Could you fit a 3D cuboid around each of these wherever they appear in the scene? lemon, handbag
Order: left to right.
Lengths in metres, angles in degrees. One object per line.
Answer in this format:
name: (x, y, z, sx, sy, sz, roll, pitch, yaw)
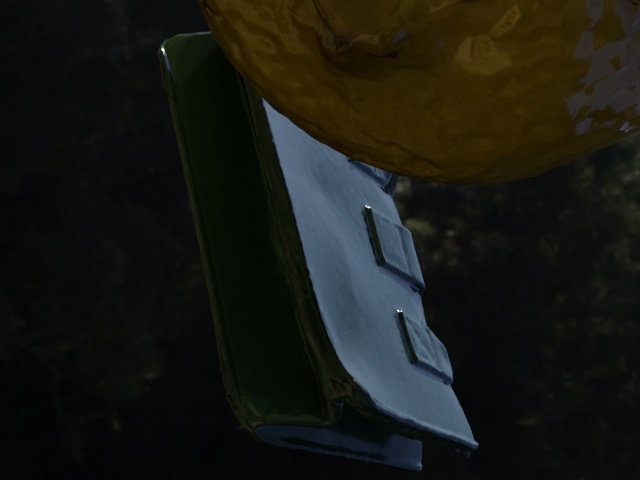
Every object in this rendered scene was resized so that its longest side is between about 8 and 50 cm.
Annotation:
handbag: (-0.001, 0.000, 1.032, 0.238, 0.089, 0.326, 27, 41, -56)
lemon: (0.085, -0.190, 0.719, 0.336, 0.336, 0.336, 172, -90, -78)
